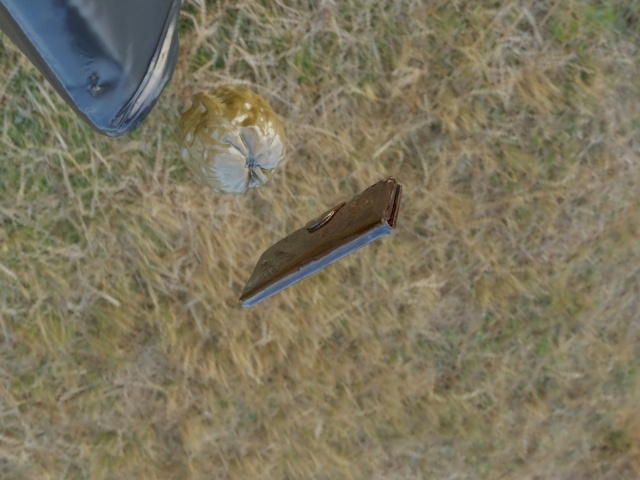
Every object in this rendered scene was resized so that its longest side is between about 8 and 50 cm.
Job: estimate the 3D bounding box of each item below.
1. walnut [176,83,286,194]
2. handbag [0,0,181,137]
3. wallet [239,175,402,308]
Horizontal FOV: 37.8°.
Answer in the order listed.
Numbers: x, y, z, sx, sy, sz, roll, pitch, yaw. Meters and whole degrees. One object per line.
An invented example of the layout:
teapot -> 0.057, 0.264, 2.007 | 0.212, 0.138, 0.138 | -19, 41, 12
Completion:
walnut -> -0.068, -0.077, 0.715 | 0.079, 0.096, 0.082 | -39, 129, -5
handbag -> -0.206, -0.259, 0.725 | 0.178, 0.275, 0.301 | -39, 149, -9
wallet -> 0.000, 0.000, 0.902 | 0.176, 0.095, 0.026 | -30, 111, 28
